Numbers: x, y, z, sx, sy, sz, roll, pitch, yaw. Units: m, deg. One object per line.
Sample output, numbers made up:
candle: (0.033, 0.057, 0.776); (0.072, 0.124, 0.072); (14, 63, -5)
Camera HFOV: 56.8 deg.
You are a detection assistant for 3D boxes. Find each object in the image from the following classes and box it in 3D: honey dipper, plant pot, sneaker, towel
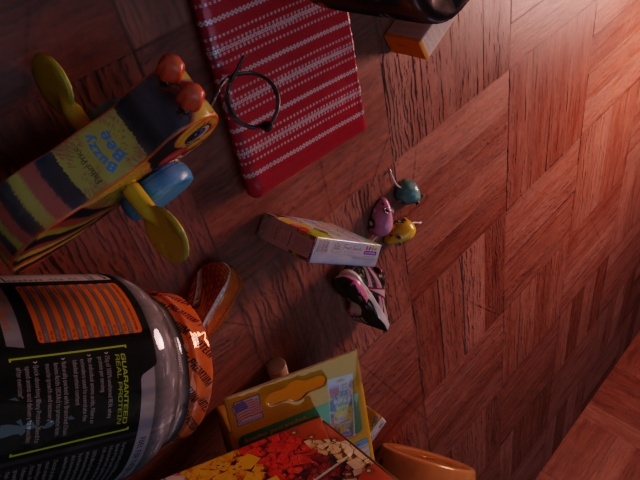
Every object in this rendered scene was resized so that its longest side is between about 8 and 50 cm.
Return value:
honey dipper: (-0.053, 0.243, 0.927); (0.030, 0.030, 0.161); (-39, 138, -27)
plant pot: (0.199, 0.546, 1.220); (0.291, 0.290, 0.204); (29, 71, -52)
sneaker: (0.084, 0.083, 0.960); (0.077, 0.072, 0.178); (-59, 149, -22)
towel: (-0.039, -0.203, 0.680); (0.198, 0.031, 0.275); (-36, 133, -27)
sneaker: (-0.150, 0.109, 0.713); (0.175, 0.064, 0.067); (-53, 151, -8)

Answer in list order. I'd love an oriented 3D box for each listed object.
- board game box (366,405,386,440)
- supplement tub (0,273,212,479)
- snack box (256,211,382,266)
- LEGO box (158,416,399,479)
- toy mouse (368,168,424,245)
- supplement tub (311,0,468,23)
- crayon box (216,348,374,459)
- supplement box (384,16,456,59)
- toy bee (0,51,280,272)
board game box: (0.026, 0.342, 1.015); (0.154, 0.103, 0.026); (-51, 141, -15)
supplement tub: (-0.259, 0.124, 0.489); (0.316, 0.193, 0.194); (3, 109, -49)
snack box: (0.000, 0.000, 0.785); (0.141, 0.100, 0.037); (7, 105, -50)
LEGO box: (-0.088, 0.532, 0.714); (0.372, 0.193, 0.501); (-12, 106, -30)
toy mouse: (0.126, -0.049, 0.955); (0.161, 0.031, 0.143); (-32, 133, -33)
supplement tub: (0.043, -0.267, 0.553); (0.106, 0.197, 0.106); (-24, 127, -36)
crayon box: (-0.027, 0.320, 0.871); (0.203, 0.083, 0.323); (-16, 108, -21)
supplement box: (0.141, -0.298, 0.801); (0.098, 0.062, 0.036); (-55, 141, -8)
toy bee: (-0.159, -0.095, 0.500); (0.195, 0.162, 0.298); (33, 73, -8)
